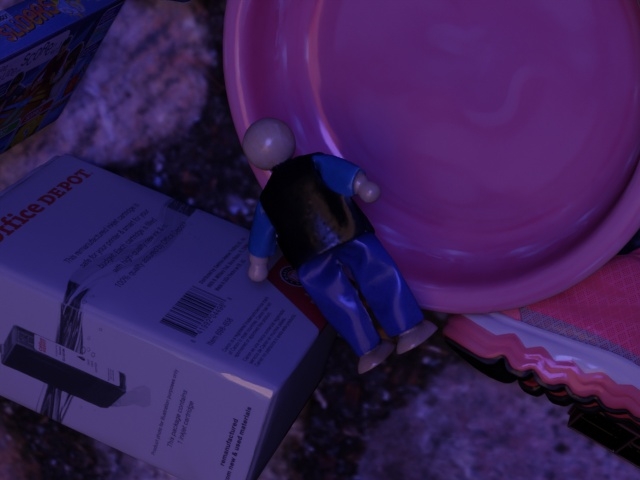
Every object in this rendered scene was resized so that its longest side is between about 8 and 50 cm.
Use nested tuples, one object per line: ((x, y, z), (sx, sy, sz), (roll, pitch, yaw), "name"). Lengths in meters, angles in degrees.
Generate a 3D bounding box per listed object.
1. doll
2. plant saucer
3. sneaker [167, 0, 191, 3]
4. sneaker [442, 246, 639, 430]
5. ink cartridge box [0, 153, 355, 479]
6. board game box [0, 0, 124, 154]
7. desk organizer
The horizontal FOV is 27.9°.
((0.000, 0.000, 0.897), (0.129, 0.046, 0.189), (-29, 92, 33), "doll")
((0.091, -0.117, 0.880), (0.332, 0.084, 0.332), (10, 112, 26), "plant saucer")
((-0.137, -0.266, 0.918), (0.226, 0.086, 0.163), (31, 117, 3), "sneaker")
((0.247, 0.070, 0.901), (0.314, 0.116, 0.136), (20, 81, 17), "sneaker")
((-0.137, 0.057, 0.997), (0.273, 0.197, 0.114), (24, 119, 9), "ink cartridge box")
((-0.227, -0.118, 0.950), (0.035, 0.201, 0.136), (38, 119, 1), "board game box")
((0.254, 0.162, 0.987), (0.130, 0.050, 0.047), (31, 119, 5), "desk organizer")
